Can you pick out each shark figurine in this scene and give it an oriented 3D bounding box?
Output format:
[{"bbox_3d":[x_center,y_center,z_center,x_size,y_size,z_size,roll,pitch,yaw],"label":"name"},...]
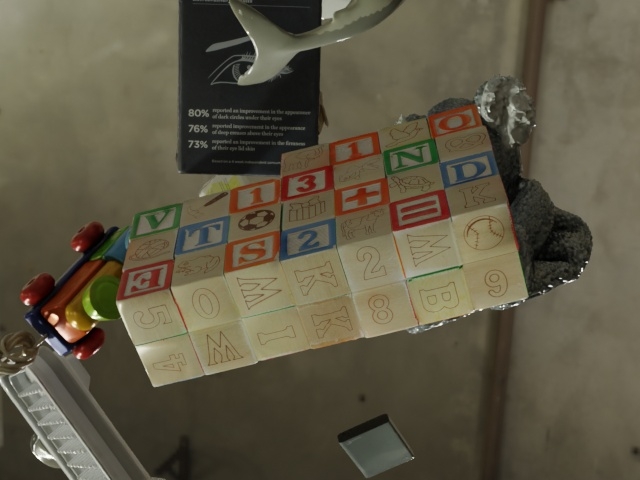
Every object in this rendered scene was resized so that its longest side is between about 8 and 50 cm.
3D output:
[{"bbox_3d":[0.050,-0.234,1.029,0.166,0.278,0.116,30,170,13],"label":"shark figurine"}]

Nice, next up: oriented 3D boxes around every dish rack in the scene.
[{"bbox_3d":[-0.312,0.278,1.558,0.072,0.333,0.285,-38,-174,-24],"label":"dish rack"}]

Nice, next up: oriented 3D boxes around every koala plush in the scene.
[{"bbox_3d":[0.161,-0.046,1.161,0.203,0.221,0.196,-18,177,-38],"label":"koala plush"}]

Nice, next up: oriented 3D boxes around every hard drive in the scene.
[{"bbox_3d":[0.095,0.351,1.956,0.094,0.135,0.022,-25,-134,7],"label":"hard drive"}]

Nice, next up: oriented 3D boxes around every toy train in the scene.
[{"bbox_3d":[-0.254,0.076,1.213,0.143,0.105,0.248,-18,-152,52],"label":"toy train"}]

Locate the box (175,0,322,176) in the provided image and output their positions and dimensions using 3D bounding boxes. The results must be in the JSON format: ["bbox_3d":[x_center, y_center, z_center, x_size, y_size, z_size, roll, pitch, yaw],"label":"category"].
[{"bbox_3d":[-0.075,-0.175,1.241,0.153,0.207,0.108,3,-172,-1],"label":"box"}]

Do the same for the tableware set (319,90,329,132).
[{"bbox_3d":[-0.033,-0.184,1.560,0.020,0.141,0.168,4,-145,27],"label":"tableware set"}]

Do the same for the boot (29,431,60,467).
[{"bbox_3d":[-0.416,0.371,1.911,0.083,0.246,0.161,-30,-114,-20],"label":"boot"}]

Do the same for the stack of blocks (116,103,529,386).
[{"bbox_3d":[0.000,0.000,0.910,0.297,0.087,0.171,-14,-150,7],"label":"stack of blocks"}]

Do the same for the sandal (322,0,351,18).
[{"bbox_3d":[-0.076,-0.411,1.263,0.169,0.102,0.416,-9,142,39],"label":"sandal"}]

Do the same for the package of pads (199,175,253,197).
[{"bbox_3d":[-0.112,0.006,2.160,0.101,0.229,0.296,-39,-147,8],"label":"package of pads"}]
